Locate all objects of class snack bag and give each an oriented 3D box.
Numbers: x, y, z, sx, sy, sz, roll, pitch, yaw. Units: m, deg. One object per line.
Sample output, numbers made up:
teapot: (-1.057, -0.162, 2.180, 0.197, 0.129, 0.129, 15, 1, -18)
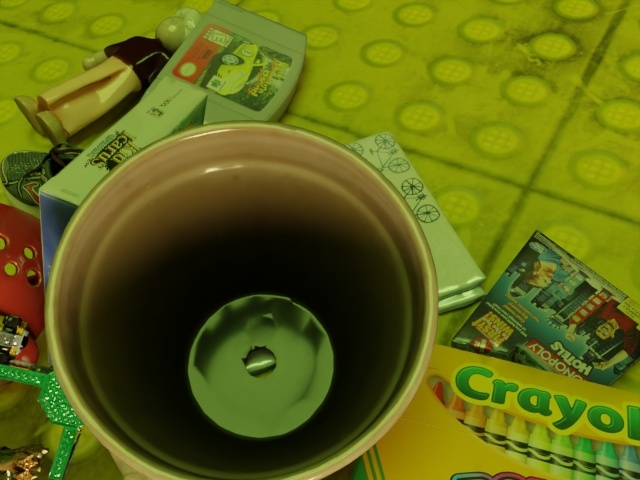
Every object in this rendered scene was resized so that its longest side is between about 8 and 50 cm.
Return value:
snack bag: (0.000, 0.000, 0.953, 0.343, 0.037, 0.323, -17, 51, -8)

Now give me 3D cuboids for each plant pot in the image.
plant pot: (-0.064, 0.093, 0.699, 0.323, 0.280, 0.323, 0, 66, 0)
plant pot: (-0.417, 0.070, 0.845, 0.191, 0.191, 0.174, -5, 52, 2)

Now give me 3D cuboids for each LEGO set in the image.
LEGO set: (-0.345, 0.224, 0.704, 0.255, 0.192, 0.331, 9, 86, -16)

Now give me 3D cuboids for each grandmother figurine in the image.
grandmother figurine: (-0.326, -0.285, 1.191, 0.208, 0.104, 0.342, 39, 66, 22)

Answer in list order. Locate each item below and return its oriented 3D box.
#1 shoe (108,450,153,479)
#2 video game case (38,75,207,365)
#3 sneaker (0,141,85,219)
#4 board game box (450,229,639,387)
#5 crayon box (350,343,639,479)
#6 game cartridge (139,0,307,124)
shoe: (-0.218, 0.195, 0.801, 0.076, 0.058, 0.219, -29, 53, -17)
video game case: (-0.220, -0.013, 0.808, 0.061, 0.269, 0.244, 22, 42, 4)
sneaker: (-0.364, -0.090, 1.006, 0.299, 0.112, 0.121, 17, 55, 36)
board game box: (0.255, 0.108, 0.818, 0.194, 0.060, 0.194, -33, 54, -18)
crayon box: (0.201, 0.270, 0.624, 0.363, 0.106, 0.313, 13, 46, 11)
game cartridge: (-0.140, -0.265, 1.147, 0.196, 0.060, 0.294, 25, 57, -1)
